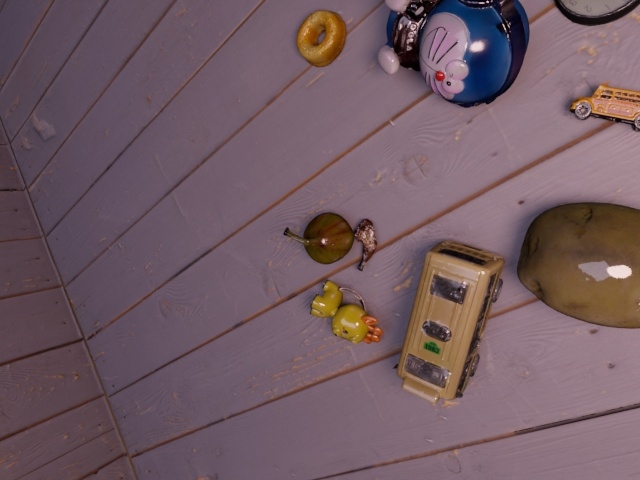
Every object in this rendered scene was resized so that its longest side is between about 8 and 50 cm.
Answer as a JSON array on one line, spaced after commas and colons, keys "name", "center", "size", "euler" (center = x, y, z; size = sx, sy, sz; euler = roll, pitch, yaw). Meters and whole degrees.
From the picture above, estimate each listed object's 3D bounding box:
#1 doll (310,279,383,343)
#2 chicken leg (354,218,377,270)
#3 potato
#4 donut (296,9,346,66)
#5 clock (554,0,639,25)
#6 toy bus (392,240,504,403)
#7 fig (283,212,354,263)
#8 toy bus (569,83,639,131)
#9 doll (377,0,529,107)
[{"name": "doll", "center": [0.079, 0.218, 1.303], "size": [0.221, 0.135, 0.143], "euler": [29, 143, 20]}, {"name": "chicken leg", "center": [0.126, 0.012, 1.275], "size": [0.062, 0.037, 0.145], "euler": [-6, 96, -2]}, {"name": "potato", "center": [0.560, 0.048, 0.893], "size": [0.326, 0.243, 0.221], "euler": [21, 132, 34]}, {"name": "donut", "center": [-0.002, -0.564, 1.273], "size": [0.152, 0.058, 0.152], "euler": [3, 97, 30]}, {"name": "clock", "center": [0.569, -0.535, 0.923], "size": [0.184, 0.040, 0.184], "euler": [5, 99, 32]}, {"name": "toy bus", "center": [0.302, 0.197, 1.100], "size": [0.177, 0.202, 0.365], "euler": [18, 106, 28]}, {"name": "fig", "center": [0.013, -0.009, 1.266], "size": [0.142, 0.186, 0.148], "euler": [-35, 85, 14]}, {"name": "toy bus", "center": [0.597, -0.270, 0.925], "size": [0.162, 0.069, 0.074], "euler": [22, 107, 27]}, {"name": "doll", "center": [0.298, -0.435, 1.003], "size": [0.310, 0.240, 0.284], "euler": [44, 159, 35]}]
